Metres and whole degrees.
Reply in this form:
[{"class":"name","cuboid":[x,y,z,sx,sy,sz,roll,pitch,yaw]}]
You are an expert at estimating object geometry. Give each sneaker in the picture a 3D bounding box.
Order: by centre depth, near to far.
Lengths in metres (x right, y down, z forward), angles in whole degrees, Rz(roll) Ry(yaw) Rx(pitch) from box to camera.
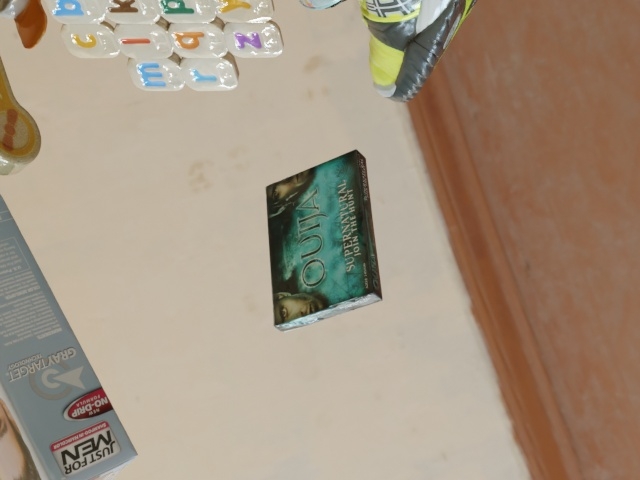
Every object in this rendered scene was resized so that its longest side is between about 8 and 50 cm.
[{"class":"sneaker","cuboid":[0.085,-0.284,1.017,0.147,0.145,0.385,25,148,9]}]

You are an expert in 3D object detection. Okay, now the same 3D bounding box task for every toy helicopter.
[{"class":"toy helicopter","cuboid":[-0.393,-0.242,1.226,0.140,0.235,0.355,-26,84,34]}]

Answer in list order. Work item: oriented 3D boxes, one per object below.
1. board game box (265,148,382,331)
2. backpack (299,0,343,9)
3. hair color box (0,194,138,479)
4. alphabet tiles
[{"class":"board game box","cuboid":[0.000,0.000,1.206,0.026,0.126,0.186,40,-143,-49]},{"class":"backpack","cuboid":[0.025,-0.260,0.763,0.144,0.188,0.166,38,-166,-27]},{"class":"hair color box","cuboid":[-0.383,0.153,1.339,0.375,0.113,0.185,59,141,13]},{"class":"alphabet tiles","cuboid":[-0.189,-0.282,1.274,0.284,0.277,0.021,75,-160,-52]}]
